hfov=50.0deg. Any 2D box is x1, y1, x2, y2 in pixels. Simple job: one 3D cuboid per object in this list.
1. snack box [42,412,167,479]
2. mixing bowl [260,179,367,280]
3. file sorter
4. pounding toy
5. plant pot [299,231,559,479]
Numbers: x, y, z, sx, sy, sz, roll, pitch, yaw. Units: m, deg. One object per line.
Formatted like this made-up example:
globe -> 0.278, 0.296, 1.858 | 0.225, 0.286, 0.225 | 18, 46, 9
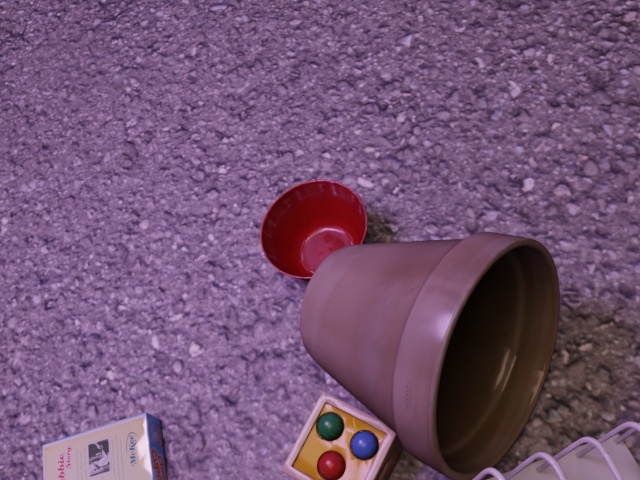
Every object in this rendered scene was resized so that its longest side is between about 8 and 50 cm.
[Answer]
snack box -> -0.323, 0.447, 1.049 | 0.187, 0.060, 0.321 | -18, 60, 6
mixing bowl -> 0.000, 0.000, 1.158 | 0.182, 0.098, 0.181 | -7, 61, 14
file sorter -> 0.323, 0.329, 0.795 | 0.278, 0.173, 0.192 | -12, 58, -19
pounding toy -> 0.055, 0.345, 0.968 | 0.206, 0.094, 0.181 | 22, 72, 26
plant pot -> 0.132, 0.128, 0.960 | 0.280, 0.323, 0.323 | 14, 68, 40
